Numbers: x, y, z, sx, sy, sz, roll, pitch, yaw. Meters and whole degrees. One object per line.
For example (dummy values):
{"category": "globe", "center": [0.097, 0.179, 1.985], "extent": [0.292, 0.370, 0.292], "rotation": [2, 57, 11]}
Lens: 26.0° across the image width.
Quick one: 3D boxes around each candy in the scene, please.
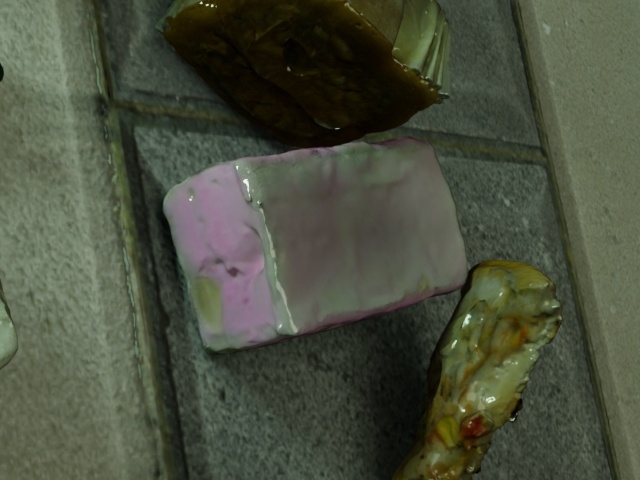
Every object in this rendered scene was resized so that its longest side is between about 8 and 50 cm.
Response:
{"category": "candy", "center": [0.000, 0.000, 1.197], "extent": [0.265, 0.116, 0.155], "rotation": [-11, 87, -49]}

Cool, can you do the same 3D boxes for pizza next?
{"category": "pizza", "center": [0.120, 0.150, 1.248], "extent": [0.071, 0.189, 0.297], "rotation": [19, 99, -13]}

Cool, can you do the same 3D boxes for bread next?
{"category": "bread", "center": [-0.009, -0.173, 1.189], "extent": [0.210, 0.192, 0.110], "rotation": [40, 50, -33]}

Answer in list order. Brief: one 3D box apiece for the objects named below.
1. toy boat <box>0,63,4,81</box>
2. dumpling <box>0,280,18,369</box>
{"category": "toy boat", "center": [-0.310, -0.157, 0.942], "extent": [0.210, 0.052, 0.104], "rotation": [35, 54, -37]}
{"category": "dumpling", "center": [-0.330, -0.021, 0.817], "extent": [0.243, 0.187, 0.318], "rotation": [-35, 97, -9]}
